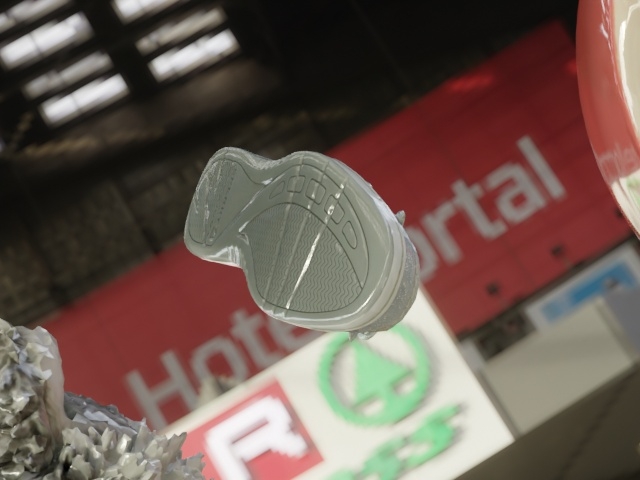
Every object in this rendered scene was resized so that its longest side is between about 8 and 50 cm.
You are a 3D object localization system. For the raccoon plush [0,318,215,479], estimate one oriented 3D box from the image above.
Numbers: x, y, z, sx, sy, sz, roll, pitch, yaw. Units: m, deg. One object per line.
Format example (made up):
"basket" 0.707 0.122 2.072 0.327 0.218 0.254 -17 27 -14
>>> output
"raccoon plush" -0.108 0.189 0.693 0.216 0.299 0.446 -47 -7 11

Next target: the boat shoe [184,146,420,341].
"boat shoe" -0.001 0.002 1.408 0.103 0.320 0.118 19 -91 -25

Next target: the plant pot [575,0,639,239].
"plant pot" 0.210 -0.075 0.679 0.275 0.275 0.243 -37 -5 14
